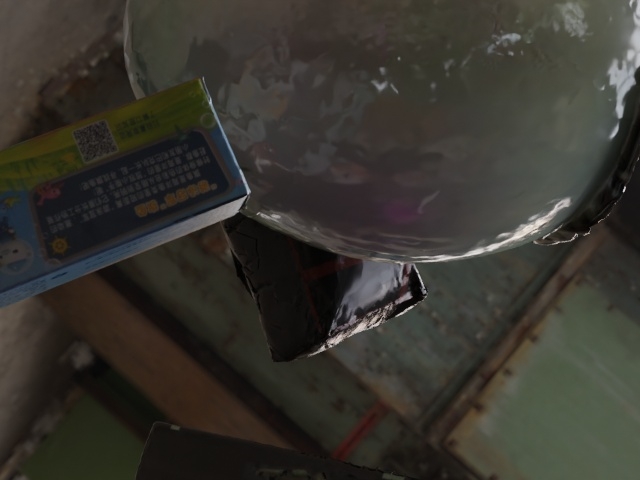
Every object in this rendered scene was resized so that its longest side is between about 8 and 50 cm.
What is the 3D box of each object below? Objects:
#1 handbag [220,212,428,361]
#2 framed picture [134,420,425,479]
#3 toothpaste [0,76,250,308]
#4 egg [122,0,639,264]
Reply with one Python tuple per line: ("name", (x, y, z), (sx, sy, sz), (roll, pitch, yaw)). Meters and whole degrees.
("handbag", (0.000, 0.000, 1.305), (0.169, 0.215, 0.155), (-15, 172, -41))
("framed picture", (-0.074, 0.317, 0.950), (0.014, 0.255, 0.338), (42, 60, -55))
("toothpaste", (-0.127, -0.009, 0.461), (0.193, 0.070, 0.044), (-22, 175, -14))
("egg", (0.019, -0.153, 0.963), (0.340, 0.354, 0.354), (-3, 152, -21))
